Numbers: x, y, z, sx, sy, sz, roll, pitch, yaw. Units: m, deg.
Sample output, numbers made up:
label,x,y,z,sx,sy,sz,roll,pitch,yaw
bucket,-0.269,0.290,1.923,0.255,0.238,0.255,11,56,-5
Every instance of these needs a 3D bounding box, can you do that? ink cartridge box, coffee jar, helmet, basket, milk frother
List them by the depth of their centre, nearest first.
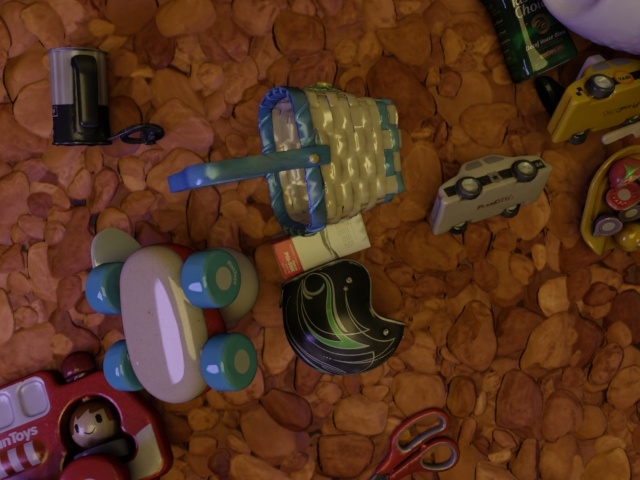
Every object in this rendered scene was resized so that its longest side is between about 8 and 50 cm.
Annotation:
label,x,y,z,sx,sy,sz,roll,pitch,yaw
basket,-0.053,-0.104,0.915,0.289,0.255,0.201,-16,99,-19
milk frother,-0.310,-0.205,0.977,0.143,0.129,0.135,-7,100,-44
coffee jar,0.292,-0.330,0.978,0.096,0.079,0.184,-26,96,1
helmet,0.032,0.117,0.983,0.169,0.169,0.161,-20,81,1
ink cartridge box,0.000,0.000,0.998,0.135,0.099,0.056,-20,99,1

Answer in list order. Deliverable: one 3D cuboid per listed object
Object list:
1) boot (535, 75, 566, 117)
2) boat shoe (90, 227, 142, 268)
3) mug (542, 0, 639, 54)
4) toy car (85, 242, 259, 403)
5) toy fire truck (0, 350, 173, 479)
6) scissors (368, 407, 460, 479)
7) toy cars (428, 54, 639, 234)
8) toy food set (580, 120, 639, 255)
label,x,y,z,sx,sy,sz,roll,pitch,yaw
boot,0.391,-0.217,1.012,0.099,0.045,0.121,-34,104,5
boat shoe,-0.276,0.086,1.008,0.079,0.081,0.227,-34,104,-26
mug,0.467,-0.327,0.820,0.328,0.276,0.374,-9,63,-17
toy car,-0.154,0.093,0.946,0.219,0.238,0.210,-8,96,33
toy fire truck,-0.388,0.309,1.005,0.302,0.169,0.254,-23,78,0
scissors,0.090,0.379,1.089,0.297,0.021,0.109,-32,99,3
toy cars,0.313,-0.145,0.964,0.393,0.176,0.087,-39,57,19
toy food set,0.457,-0.062,0.973,0.128,0.071,0.218,-14,125,-16
